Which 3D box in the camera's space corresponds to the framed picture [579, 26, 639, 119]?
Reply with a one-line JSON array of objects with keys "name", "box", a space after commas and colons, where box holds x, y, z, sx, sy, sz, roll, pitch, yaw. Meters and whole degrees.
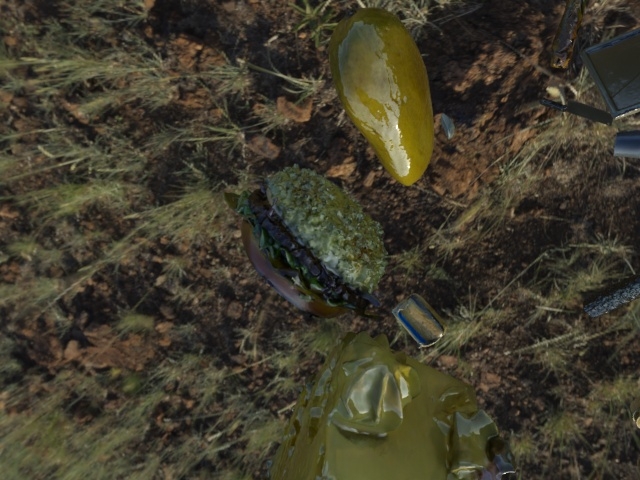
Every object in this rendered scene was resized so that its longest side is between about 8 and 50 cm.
[{"name": "framed picture", "box": [0.736, -0.389, 1.030, 0.289, 0.213, 0.016, -19, 146, 21]}]

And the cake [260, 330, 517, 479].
[{"name": "cake", "box": [0.076, 0.265, 0.622, 0.227, 0.222, 0.286, 26, 135, -8]}]

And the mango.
[{"name": "mango", "box": [0.126, -0.266, 0.892, 0.142, 0.195, 0.332, 2, 146, 35]}]

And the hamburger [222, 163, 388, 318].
[{"name": "hamburger", "box": [0.000, 0.000, 0.667, 0.138, 0.243, 0.262, -45, 53, 14]}]

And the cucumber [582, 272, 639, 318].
[{"name": "cucumber", "box": [0.877, 0.157, 1.427, 0.072, 0.072, 0.300, 36, 157, 10]}]

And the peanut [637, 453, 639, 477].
[{"name": "peanut", "box": [0.618, 0.363, 0.820, 0.137, 0.122, 0.253, 12, 85, 11]}]

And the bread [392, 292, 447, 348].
[{"name": "bread", "box": [0.204, 0.161, 0.993, 0.072, 0.053, 0.106, -42, 85, 18]}]

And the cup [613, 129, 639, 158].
[{"name": "cup", "box": [0.892, -0.284, 1.406, 0.077, 0.100, 0.078, 8, 141, 29]}]

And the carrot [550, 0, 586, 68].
[{"name": "carrot", "box": [0.788, -0.669, 1.554, 0.068, 0.069, 0.229, 16, 104, 22]}]

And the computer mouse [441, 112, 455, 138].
[{"name": "computer mouse", "box": [0.447, -0.404, 1.707, 0.032, 0.110, 0.056, -14, 143, 6]}]

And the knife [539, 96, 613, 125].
[{"name": "knife", "box": [0.852, -0.444, 1.634, 0.245, 0.072, 0.019, 31, 81, 31]}]

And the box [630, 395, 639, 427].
[{"name": "box", "box": [0.662, 0.331, 0.948, 0.105, 0.037, 0.106, 3, 132, 3]}]
